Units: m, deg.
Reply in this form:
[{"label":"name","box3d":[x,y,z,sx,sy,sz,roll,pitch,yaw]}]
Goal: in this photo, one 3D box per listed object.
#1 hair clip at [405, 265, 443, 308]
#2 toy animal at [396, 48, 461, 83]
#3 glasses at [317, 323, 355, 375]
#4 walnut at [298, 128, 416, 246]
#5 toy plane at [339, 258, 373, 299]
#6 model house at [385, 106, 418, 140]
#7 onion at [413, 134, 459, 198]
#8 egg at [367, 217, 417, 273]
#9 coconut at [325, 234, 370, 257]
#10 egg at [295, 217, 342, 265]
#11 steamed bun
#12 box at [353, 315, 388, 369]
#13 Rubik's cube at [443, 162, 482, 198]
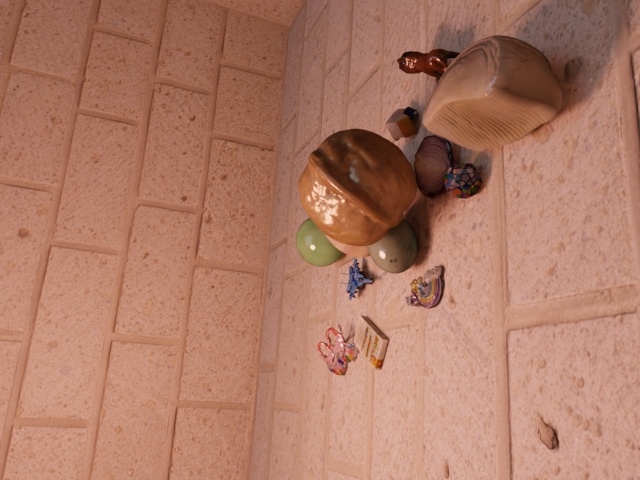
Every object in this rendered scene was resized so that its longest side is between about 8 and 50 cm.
[{"label":"hair clip","box3d":[0.337,0.161,1.739,0.172,0.049,0.116,-45,53,45]},{"label":"toy animal","box3d":[0.368,-0.590,1.833,0.312,0.157,0.097,-142,63,-69]},{"label":"glasses","box3d":[0.081,0.453,2.250,0.162,0.095,0.255,55,144,27]},{"label":"walnut","box3d":[0.111,-0.173,1.744,0.381,0.381,0.381,-170,90,-70]},{"label":"toy plane","box3d":[0.157,0.156,2.172,0.246,0.078,0.169,-4,77,62]},{"label":"model house","box3d":[0.315,-0.434,2.027,0.100,0.088,0.101,-1,45,46]},{"label":"onion","box3d":[0.372,-0.223,1.745,0.098,0.151,0.206,55,-134,-69]},{"label":"egg","box3d":[0.243,0.008,1.871,0.237,0.169,0.169,-99,28,-42]},{"label":"coconut","box3d":[0.136,-0.054,2.099,0.244,0.239,0.239,-53,33,43]},{"label":"egg","box3d":[0.000,0.000,2.450,0.270,0.220,0.220,-107,32,-69]},{"label":"steamed bun","box3d":[0.443,-0.398,1.426,0.383,0.247,0.236,163,126,-74]},{"label":"box","box3d":[0.184,0.379,2.052,0.220,0.032,0.122,-139,60,-66]},{"label":"Rubik's cube","box3d":[0.415,-0.174,1.605,0.093,0.111,0.111,35,-116,-85]}]
